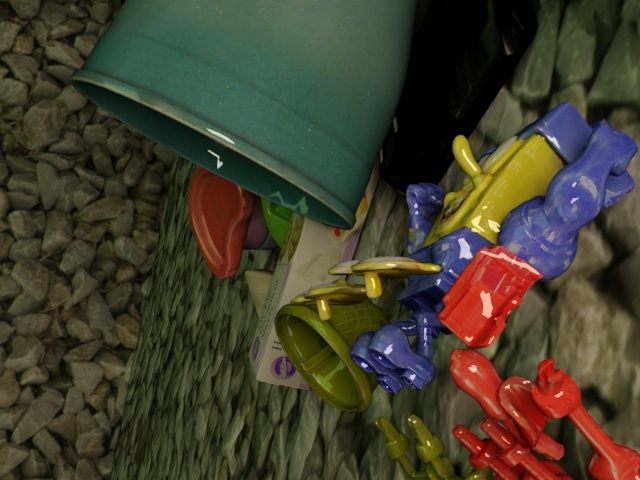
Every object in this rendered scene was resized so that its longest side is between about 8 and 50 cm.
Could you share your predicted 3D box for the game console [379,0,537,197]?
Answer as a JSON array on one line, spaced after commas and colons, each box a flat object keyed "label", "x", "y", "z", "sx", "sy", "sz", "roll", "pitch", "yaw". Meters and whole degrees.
[{"label": "game console", "x": 0.104, "y": -0.225, "z": 0.907, "sx": 0.213, "sy": 0.044, "sz": 0.361, "roll": 120, "pitch": 155, "yaw": -43}]

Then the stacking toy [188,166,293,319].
[{"label": "stacking toy", "x": -0.038, "y": -0.064, "z": 1.219, "sx": 0.279, "sy": 0.130, "sz": 0.309, "roll": 55, "pitch": 139, "yaw": 33}]

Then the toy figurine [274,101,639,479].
[{"label": "toy figurine", "x": 0.118, "y": 0.023, "z": 0.602, "sx": 0.217, "sy": 0.191, "sz": 0.362, "roll": -50, "pitch": 2, "yaw": -17}]

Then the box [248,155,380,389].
[{"label": "box", "x": 0.000, "y": 0.000, "z": 1.029, "sx": 0.067, "sy": 0.063, "sz": 0.324, "roll": -119, "pitch": 45, "yaw": -68}]

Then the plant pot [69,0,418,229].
[{"label": "plant pot", "x": -0.035, "y": -0.182, "z": 0.847, "sx": 0.255, "sy": 0.272, "sz": 0.272, "roll": -62, "pitch": 16, "yaw": -4}]
